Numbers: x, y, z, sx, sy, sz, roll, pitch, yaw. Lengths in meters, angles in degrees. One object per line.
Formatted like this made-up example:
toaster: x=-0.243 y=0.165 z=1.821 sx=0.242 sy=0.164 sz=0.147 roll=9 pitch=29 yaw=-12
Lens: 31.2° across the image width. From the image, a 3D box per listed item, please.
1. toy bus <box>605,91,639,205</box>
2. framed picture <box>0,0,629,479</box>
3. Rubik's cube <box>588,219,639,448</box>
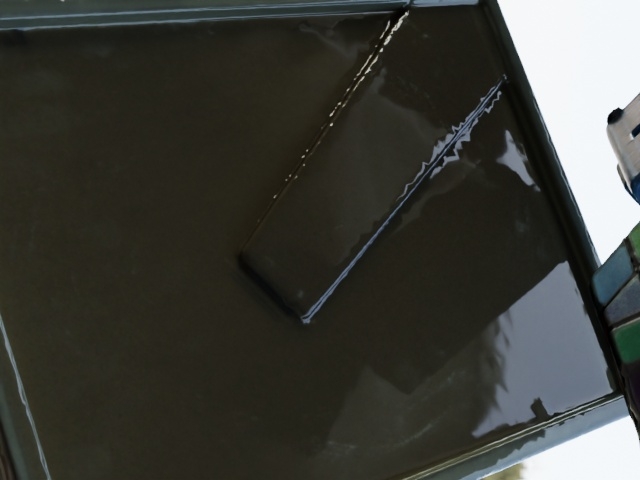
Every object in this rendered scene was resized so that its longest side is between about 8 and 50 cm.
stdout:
toy bus: x=0.236 y=-0.056 z=0.699 sx=0.106 sy=0.090 sz=0.184 roll=-47 pitch=-176 yaw=18
framed picture: x=0.000 y=0.000 z=0.667 sx=0.028 sy=0.446 sz=0.326 roll=-30 pitch=-105 yaw=50
Rubik's cube: x=0.152 y=0.035 z=0.374 sx=0.112 sy=0.133 sz=0.133 roll=113 pitch=-20 yaw=-67
